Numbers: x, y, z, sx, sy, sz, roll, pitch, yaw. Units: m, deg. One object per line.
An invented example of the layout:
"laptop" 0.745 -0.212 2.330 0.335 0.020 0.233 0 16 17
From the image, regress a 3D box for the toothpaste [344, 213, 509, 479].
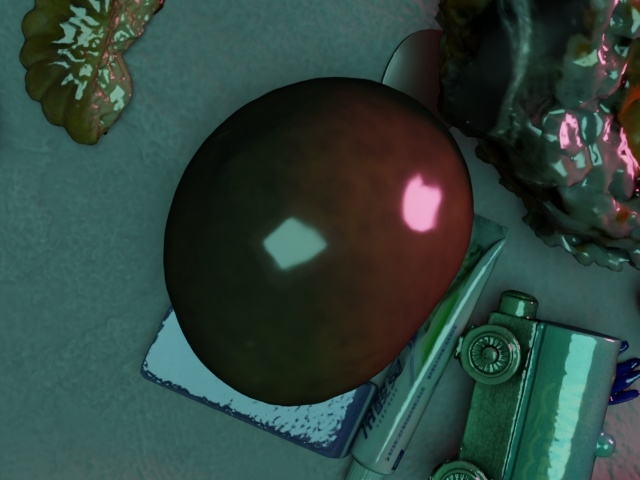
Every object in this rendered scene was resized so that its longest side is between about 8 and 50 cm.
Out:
"toothpaste" 0.099 0.114 1.082 0.048 0.075 0.297 23 96 -25

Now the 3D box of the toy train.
"toy train" 0.197 0.176 1.060 0.159 0.101 0.248 12 93 16

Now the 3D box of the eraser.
"eraser" -0.056 0.135 1.082 0.225 0.036 0.082 24 93 -6

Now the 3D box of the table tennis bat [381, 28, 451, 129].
"table tennis bat" 0.093 -0.127 1.085 0.087 0.013 0.156 23 91 -8

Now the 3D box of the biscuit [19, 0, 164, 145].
"biscuit" -0.218 -0.184 1.030 0.118 0.061 0.183 19 94 -4

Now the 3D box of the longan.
"longan" 0.000 0.000 0.980 0.300 0.300 0.243 -49 54 1

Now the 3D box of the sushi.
"sushi" 0.310 -0.164 0.990 0.417 0.176 0.418 -3 115 -6

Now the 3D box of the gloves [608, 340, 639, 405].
"gloves" 0.279 0.135 1.114 0.086 0.026 0.064 -18 94 -3
